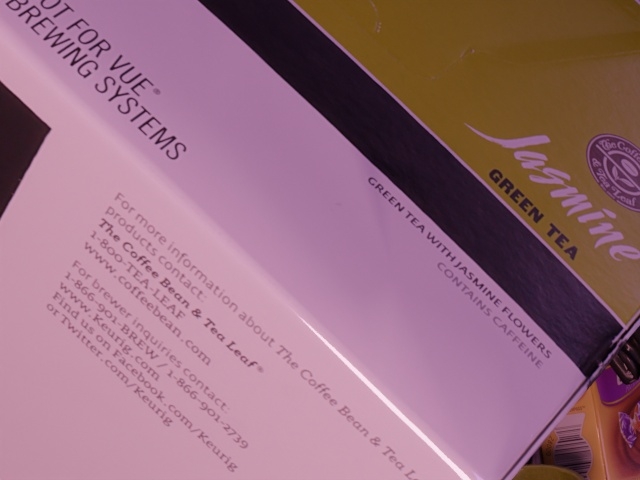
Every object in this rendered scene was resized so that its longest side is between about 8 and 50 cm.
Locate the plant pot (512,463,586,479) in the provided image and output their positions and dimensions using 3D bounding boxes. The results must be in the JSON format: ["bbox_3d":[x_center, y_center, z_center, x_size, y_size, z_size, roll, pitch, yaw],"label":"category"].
[{"bbox_3d":[0.126,0.188,1.114,0.083,0.083,0.079,-35,118,-47],"label":"plant pot"}]

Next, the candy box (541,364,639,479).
[{"bbox_3d":[0.185,0.073,1.224,0.109,0.053,0.187,-4,81,-48],"label":"candy box"}]

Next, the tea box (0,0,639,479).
[{"bbox_3d":[-0.025,-0.039,0.792,0.329,0.220,0.323,44,44,6],"label":"tea box"}]

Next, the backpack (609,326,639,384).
[{"bbox_3d":[0.297,-0.057,1.183,0.290,0.273,0.355,52,22,20],"label":"backpack"}]
